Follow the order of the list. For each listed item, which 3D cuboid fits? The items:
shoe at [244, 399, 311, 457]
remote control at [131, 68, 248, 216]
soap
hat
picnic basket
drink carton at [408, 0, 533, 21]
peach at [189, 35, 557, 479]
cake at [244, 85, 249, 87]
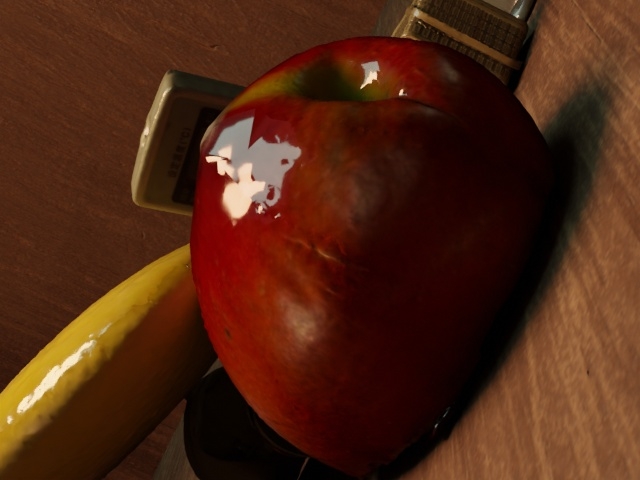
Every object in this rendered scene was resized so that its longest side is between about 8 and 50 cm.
[{"bbox_3d":[0.022,0.059,1.281,0.171,0.132,0.336,106,-177,-66],"label":"shoe"},{"bbox_3d":[-0.007,-0.054,1.133,0.038,0.285,0.123,-98,27,-52],"label":"remote control"},{"bbox_3d":[-0.205,0.145,1.205,0.427,0.115,0.306,-45,-9,25],"label":"soap"},{"bbox_3d":[-0.082,0.218,1.334,0.166,0.144,0.173,-76,9,-53],"label":"hat"},{"bbox_3d":[0.114,-0.159,1.304,0.079,0.115,0.164,-67,6,-32],"label":"picnic basket"},{"bbox_3d":[0.132,-0.302,1.415,0.191,0.190,0.185,149,140,-80],"label":"drink carton"},{"bbox_3d":[0.041,0.026,1.011,0.281,0.281,0.338,-74,-22,-56],"label":"peach"},{"bbox_3d":[0.004,-0.094,1.206,0.098,0.287,0.135,107,161,-58],"label":"cake"}]
